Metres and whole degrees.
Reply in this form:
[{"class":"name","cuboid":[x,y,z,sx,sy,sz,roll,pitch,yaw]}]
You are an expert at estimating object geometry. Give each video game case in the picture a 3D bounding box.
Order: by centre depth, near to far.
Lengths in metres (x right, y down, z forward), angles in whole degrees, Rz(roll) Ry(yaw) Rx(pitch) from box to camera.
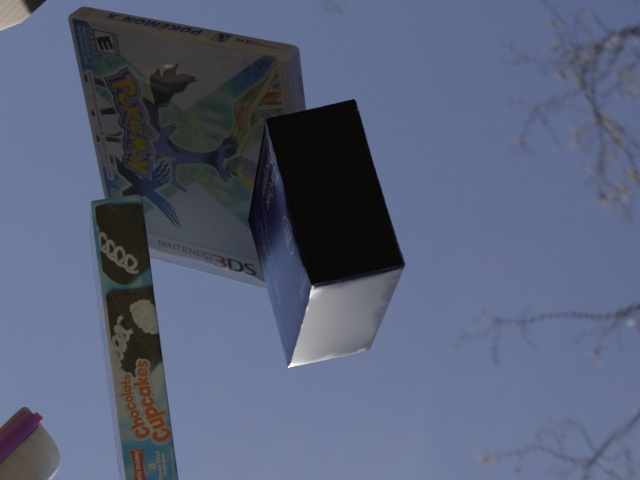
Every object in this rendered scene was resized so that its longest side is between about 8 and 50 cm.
[{"class":"video game case","cuboid":[-0.141,-0.099,1.951,0.299,0.329,0.036,14,-142,28]}]

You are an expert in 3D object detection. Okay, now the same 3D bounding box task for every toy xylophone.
[{"class":"toy xylophone","cuboid":[-0.421,0.336,1.925,0.323,0.081,0.236,-47,-179,28]}]

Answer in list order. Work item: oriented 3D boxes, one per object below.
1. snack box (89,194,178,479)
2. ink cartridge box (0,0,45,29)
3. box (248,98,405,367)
[{"class":"snack box","cuboid":[-0.205,0.125,1.825,0.060,0.187,0.322,-7,-98,-9]},{"class":"ink cartridge box","cuboid":[-0.241,-0.254,1.336,0.234,0.088,0.193,-37,-178,29]},{"class":"box","cuboid":[0.000,0.000,1.726,0.103,0.261,0.184,-14,-110,-12]}]
